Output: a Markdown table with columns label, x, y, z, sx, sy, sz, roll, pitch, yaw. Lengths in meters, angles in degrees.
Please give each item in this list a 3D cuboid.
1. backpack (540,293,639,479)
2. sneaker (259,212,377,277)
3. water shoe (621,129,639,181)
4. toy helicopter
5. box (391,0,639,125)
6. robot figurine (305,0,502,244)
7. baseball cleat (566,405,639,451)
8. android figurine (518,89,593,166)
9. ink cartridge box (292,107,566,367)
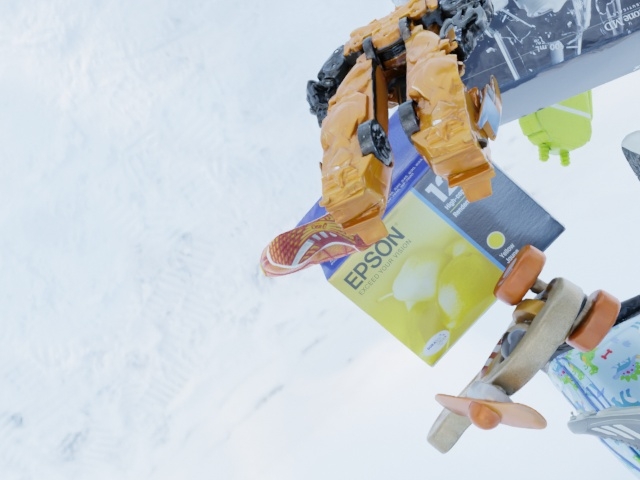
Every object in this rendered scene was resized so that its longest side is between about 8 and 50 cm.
| label | x | y | z | sx | sy | sz | roll | pitch | yaw |
| --- | --- | --- | --- | --- | --- | --- | --- | --- | --- |
| backpack | 0.607 | 0.282 | 1.320 | 0.290 | 0.355 | 0.273 | -22 | 155 | -4 |
| sneaker | 0.000 | 0.000 | 0.918 | 0.175 | 0.067 | 0.064 | -14 | 78 | -27 |
| water shoe | 0.292 | -0.044 | 0.482 | 0.080 | 0.203 | 0.073 | -42 | 119 | 1 |
| toy helicopter | 0.232 | 0.192 | 0.962 | 0.140 | 0.235 | 0.355 | 33 | 132 | 6 |
| box | 0.311 | -0.376 | 1.135 | 0.343 | 0.179 | 0.312 | -23 | 76 | 3 |
| robot figurine | 0.079 | -0.136 | 0.702 | 0.211 | 0.291 | 0.085 | -22 | 127 | 24 |
| baseball cleat | 0.461 | 0.289 | 1.061 | 0.072 | 0.206 | 0.109 | -2 | 74 | -39 |
| android figurine | 0.436 | -0.276 | 1.371 | 0.248 | 0.056 | 0.272 | 4 | 79 | -35 |
| ink cartridge box | 0.158 | -0.011 | 1.111 | 0.307 | 0.072 | 0.303 | 39 | 103 | -10 |
